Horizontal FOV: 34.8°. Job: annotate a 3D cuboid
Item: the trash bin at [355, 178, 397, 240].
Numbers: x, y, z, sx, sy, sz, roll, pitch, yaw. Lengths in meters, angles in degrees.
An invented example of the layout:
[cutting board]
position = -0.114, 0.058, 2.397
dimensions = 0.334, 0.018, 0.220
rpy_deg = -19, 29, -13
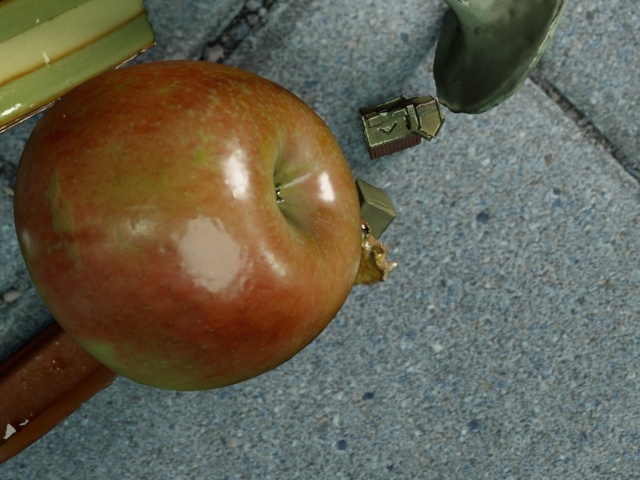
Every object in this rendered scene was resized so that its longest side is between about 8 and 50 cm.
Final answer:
[trash bin]
position = 0.039, -0.013, 1.147
dimensions = 0.043, 0.061, 0.092
rpy_deg = 26, 111, -22

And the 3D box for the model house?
[model house]
position = 0.089, -0.122, 1.105
dimensions = 0.083, 0.057, 0.058
rpy_deg = -18, 114, -4

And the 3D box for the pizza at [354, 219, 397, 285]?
[pizza]
position = 0.000, 0.000, 1.104
dimensions = 0.053, 0.193, 0.201
rpy_deg = -15, 137, -55

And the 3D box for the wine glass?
[wine glass]
position = 0.011, -0.283, 0.912
dimensions = 0.406, 0.267, 0.267
rpy_deg = 24, 110, -26

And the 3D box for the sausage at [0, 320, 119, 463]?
[sausage]
position = -0.296, 0.148, 1.147
dimensions = 0.330, 0.102, 0.102
rpy_deg = -38, 117, 8

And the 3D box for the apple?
[apple]
position = -0.114, -0.021, 0.960
dimensions = 0.277, 0.319, 0.319
rpy_deg = -23, 120, 24

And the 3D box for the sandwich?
[sandwich]
position = -0.256, -0.185, 0.958
dimensions = 0.187, 0.144, 0.117
rpy_deg = -18, 121, -1
